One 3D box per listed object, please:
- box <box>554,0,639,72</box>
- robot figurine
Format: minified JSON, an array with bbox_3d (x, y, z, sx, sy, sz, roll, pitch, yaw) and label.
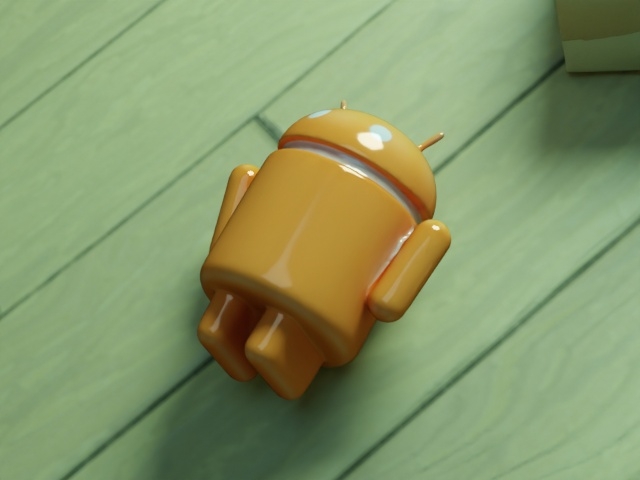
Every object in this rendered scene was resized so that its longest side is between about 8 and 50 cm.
[{"bbox_3d":[0.329,-0.213,1.238,0.311,0.121,0.148,-2,61,14],"label":"box"},{"bbox_3d":[-0.002,-0.001,1.203,0.128,0.158,0.219,36,71,-16],"label":"robot figurine"}]
